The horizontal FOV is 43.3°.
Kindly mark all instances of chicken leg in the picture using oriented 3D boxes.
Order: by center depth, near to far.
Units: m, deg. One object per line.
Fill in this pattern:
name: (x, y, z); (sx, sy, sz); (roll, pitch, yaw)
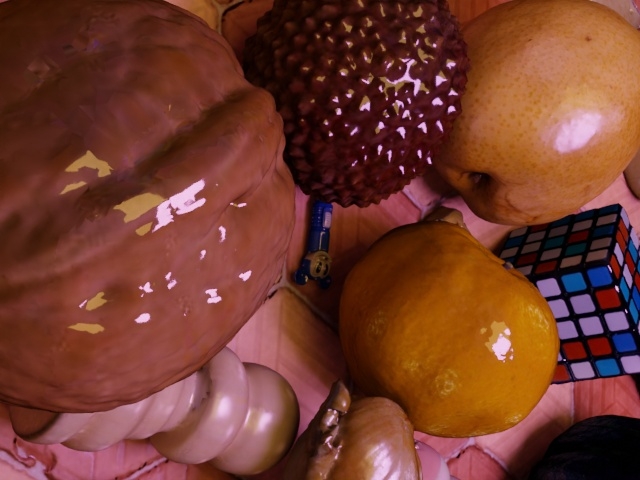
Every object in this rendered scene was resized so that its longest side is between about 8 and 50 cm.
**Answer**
chicken leg: (-0.031, 0.359, 0.878); (0.429, 0.153, 0.201); (-56, 160, -3)

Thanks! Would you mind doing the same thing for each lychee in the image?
lychee: (0.047, -0.180, 0.924); (0.268, 0.268, 0.267); (2, 86, -35)

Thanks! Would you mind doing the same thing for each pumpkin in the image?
pumpkin: (0.453, 0.444, 1.178); (0.364, 0.266, 0.363); (6, 81, -39)

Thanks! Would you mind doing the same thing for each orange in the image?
orange: (0.149, 0.111, 0.984); (0.279, 0.279, 0.235); (34, 104, -29)

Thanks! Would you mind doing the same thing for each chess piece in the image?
chess piece: (-0.151, 0.160, 0.850); (0.300, 0.167, 0.166); (29, 71, -38)

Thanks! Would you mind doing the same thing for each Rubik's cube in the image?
Rubik's cube: (0.366, 0.079, 1.159); (0.187, 0.184, 0.182); (61, 37, -15)

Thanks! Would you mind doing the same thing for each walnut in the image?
walnut: (-0.167, -0.035, 0.621); (0.333, 0.333, 0.332); (2, 86, -35)

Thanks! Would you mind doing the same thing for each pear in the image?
pear: (0.285, -0.170, 1.078); (0.315, 0.314, 0.314); (2, 86, -35)

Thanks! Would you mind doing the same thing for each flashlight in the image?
flashlight: (0.000, 0.000, 1.021); (0.057, 0.035, 0.121); (13, 80, -33)

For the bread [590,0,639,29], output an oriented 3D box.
bread: (0.471, -0.383, 1.359); (0.173, 0.064, 0.231); (-16, 98, -35)

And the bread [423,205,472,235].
bread: (0.201, 0.068, 1.152); (0.088, 0.049, 0.226); (-33, 105, -32)

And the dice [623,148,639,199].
dice: (0.641, -0.157, 1.402); (0.169, 0.169, 0.166); (-16, 96, -34)

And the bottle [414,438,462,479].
bottle: (0.139, 0.351, 1.036); (0.147, 0.148, 0.236); (-45, 109, -28)

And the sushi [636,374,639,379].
sushi: (0.751, 0.211, 1.390); (0.328, 0.285, 0.328); (-32, 106, -32)
